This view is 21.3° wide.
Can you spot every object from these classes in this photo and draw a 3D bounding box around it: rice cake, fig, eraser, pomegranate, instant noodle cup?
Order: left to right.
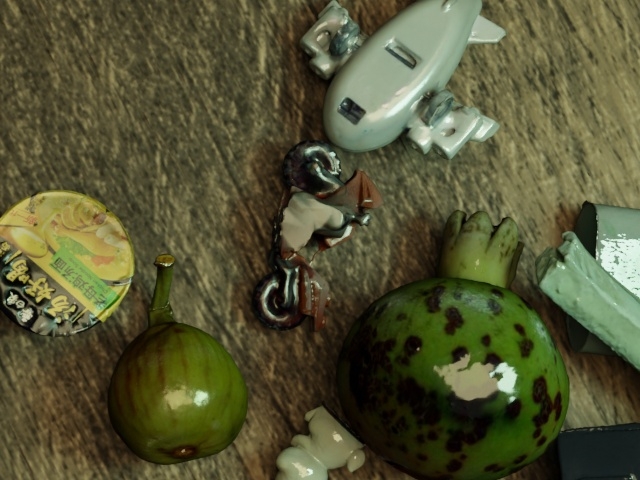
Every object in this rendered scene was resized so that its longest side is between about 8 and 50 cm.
[{"bbox_3d":[-0.276,0.030,1.770,0.152,0.122,0.151,2,81,-15],"label":"instant noodle cup"},{"bbox_3d":[-0.162,0.142,1.781,0.142,0.148,0.186,-30,50,-2],"label":"fig"},{"bbox_3d":[0.165,0.120,1.805,0.242,0.242,0.306,45,62,-3],"label":"pomegranate"},{"bbox_3d":[0.361,0.117,1.857,0.336,0.066,0.063,40,114,-21],"label":"rice cake"},{"bbox_3d":[0.402,0.053,1.941,0.227,0.081,0.174,7,85,-11],"label":"eraser"}]

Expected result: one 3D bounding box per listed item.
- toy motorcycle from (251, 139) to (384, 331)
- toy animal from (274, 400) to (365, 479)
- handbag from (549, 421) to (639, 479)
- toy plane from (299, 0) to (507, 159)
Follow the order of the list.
[{"bbox_3d":[0.000,0.000,1.859,0.118,0.084,0.212,14,85,-12],"label":"toy motorcycle"},{"bbox_3d":[-0.009,0.243,1.821,0.085,0.071,0.124,43,84,17],"label":"toy animal"},{"bbox_3d":[0.357,0.353,1.831,0.269,0.118,0.325,-5,87,7],"label":"handbag"},{"bbox_3d":[0.095,-0.191,1.900,0.245,0.117,0.244,-1,71,2],"label":"toy plane"}]
